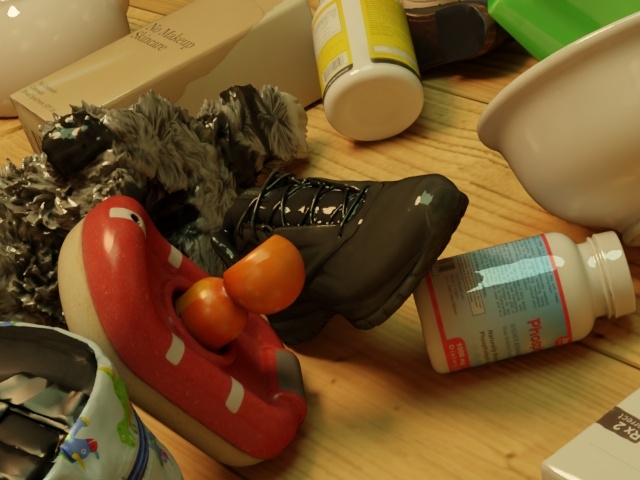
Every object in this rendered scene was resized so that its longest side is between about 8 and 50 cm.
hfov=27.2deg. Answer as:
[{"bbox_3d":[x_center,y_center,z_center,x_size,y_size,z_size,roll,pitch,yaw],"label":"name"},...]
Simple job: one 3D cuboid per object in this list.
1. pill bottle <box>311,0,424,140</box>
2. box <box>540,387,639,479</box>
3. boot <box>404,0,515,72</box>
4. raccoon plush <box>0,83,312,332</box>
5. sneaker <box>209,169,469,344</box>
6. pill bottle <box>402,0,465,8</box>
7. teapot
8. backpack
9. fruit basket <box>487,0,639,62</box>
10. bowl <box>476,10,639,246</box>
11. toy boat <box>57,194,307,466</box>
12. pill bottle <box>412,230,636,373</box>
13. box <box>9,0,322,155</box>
[{"bbox_3d":[0.045,-0.200,1.375,0.103,0.103,0.184,-13,50,7],"label":"pill bottle"},{"bbox_3d":[0.227,0.185,0.677,0.119,0.181,0.181,-32,35,-22],"label":"box"},{"bbox_3d":[0.127,-0.227,1.471,0.219,0.082,0.106,6,14,44],"label":"boot"},{"bbox_3d":[-0.210,0.003,1.237,0.299,0.216,0.446,-17,0,27],"label":"raccoon plush"},{"bbox_3d":[0.000,0.000,1.015,0.286,0.130,0.109,-27,24,56],"label":"sneaker"},{"bbox_3d":[0.119,-0.358,1.539,0.112,0.186,0.112,-12,33,8],"label":"pill bottle"},{"bbox_3d":[-0.377,-0.286,1.670,0.253,0.187,0.256,8,41,35],"label":"teapot"},{"bbox_3d":[-0.256,0.178,0.889,0.356,0.273,0.290,-20,22,39],"label":"backpack"},{"bbox_3d":[0.370,-0.280,1.311,0.392,0.283,0.392,22,35,-17],"label":"fruit basket"},{"bbox_3d":[0.285,-0.081,1.041,0.298,0.134,0.298,-18,-12,-4],"label":"bowl"},{"bbox_3d":[-0.077,0.049,0.968,0.151,0.231,0.151,-39,31,18],"label":"toy boat"},{"bbox_3d":[0.154,0.043,1.013,0.160,0.087,0.087,-14,33,5],"label":"pill bottle"},{"bbox_3d":[-0.157,-0.160,1.435,0.311,0.121,0.148,-32,35,-22],"label":"box"}]
